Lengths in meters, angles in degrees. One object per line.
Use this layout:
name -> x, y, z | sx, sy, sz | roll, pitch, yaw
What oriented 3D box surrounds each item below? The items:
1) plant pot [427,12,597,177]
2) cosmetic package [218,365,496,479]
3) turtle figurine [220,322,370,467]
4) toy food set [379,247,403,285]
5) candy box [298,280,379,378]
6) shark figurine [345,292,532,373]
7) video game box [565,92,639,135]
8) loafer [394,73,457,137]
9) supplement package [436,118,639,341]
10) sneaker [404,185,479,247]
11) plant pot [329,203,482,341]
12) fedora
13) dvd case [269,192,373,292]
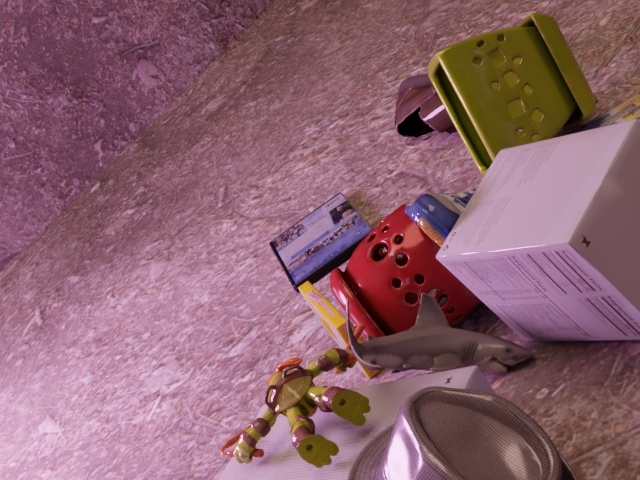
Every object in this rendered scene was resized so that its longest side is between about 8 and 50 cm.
plant pot -> 0.327, -0.251, 2.043 | 0.207, 0.228, 0.227 | -27, 0, 0
cosmetic package -> 0.026, 0.315, 1.566 | 0.377, 0.097, 0.284 | -16, 31, 38
turtle figurine -> -0.017, 0.205, 1.612 | 0.269, 0.087, 0.217 | -39, 22, -13
toy food set -> 0.122, 0.029, 2.024 | 0.218, 0.071, 0.128 | -29, 23, 14
candy box -> 0.027, 0.137, 1.900 | 0.027, 0.105, 0.206 | -37, 23, -5
shark figurine -> 0.127, 0.126, 1.639 | 0.166, 0.278, 0.116 | -17, 69, 62
video game box -> 0.484, -0.158, 1.929 | 0.205, 0.048, 0.187 | -31, 25, 11
loafer -> 0.269, -0.263, 2.361 | 0.366, 0.134, 0.130 | -12, 54, 62
supplement package -> 0.334, -0.003, 1.566 | 0.263, 0.198, 0.199 | -9, 44, 59
sneaker -> 0.229, -0.048, 1.744 | 0.131, 0.112, 0.296 | -49, -24, 19
plant pot -> 0.119, 0.067, 1.806 | 0.174, 0.191, 0.191 | -36, 23, 4
fedora -> 0.162, 0.249, 1.330 | 0.244, 0.124, 0.275 | -27, 46, -27
dvd case -> 0.000, 0.000, 2.314 | 0.180, 0.022, 0.253 | -36, 23, 1
